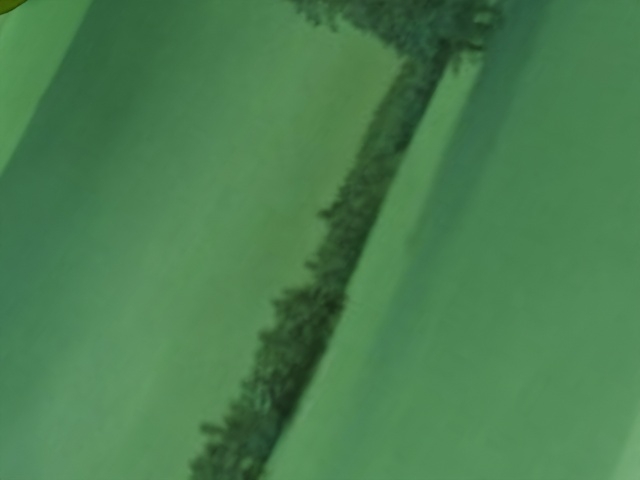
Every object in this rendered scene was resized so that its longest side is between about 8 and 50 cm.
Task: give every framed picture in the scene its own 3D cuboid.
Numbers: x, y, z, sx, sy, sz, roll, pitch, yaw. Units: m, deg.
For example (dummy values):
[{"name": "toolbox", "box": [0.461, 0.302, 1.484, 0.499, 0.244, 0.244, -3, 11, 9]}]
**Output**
[{"name": "framed picture", "box": [0.000, 0.000, 0.363, 0.213, 0.016, 0.289, 17, 73, 29]}]

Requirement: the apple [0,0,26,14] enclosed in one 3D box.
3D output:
[{"name": "apple", "box": [-0.181, -0.165, 0.428, 0.346, 0.254, 0.179, 32, 121, 27]}]
